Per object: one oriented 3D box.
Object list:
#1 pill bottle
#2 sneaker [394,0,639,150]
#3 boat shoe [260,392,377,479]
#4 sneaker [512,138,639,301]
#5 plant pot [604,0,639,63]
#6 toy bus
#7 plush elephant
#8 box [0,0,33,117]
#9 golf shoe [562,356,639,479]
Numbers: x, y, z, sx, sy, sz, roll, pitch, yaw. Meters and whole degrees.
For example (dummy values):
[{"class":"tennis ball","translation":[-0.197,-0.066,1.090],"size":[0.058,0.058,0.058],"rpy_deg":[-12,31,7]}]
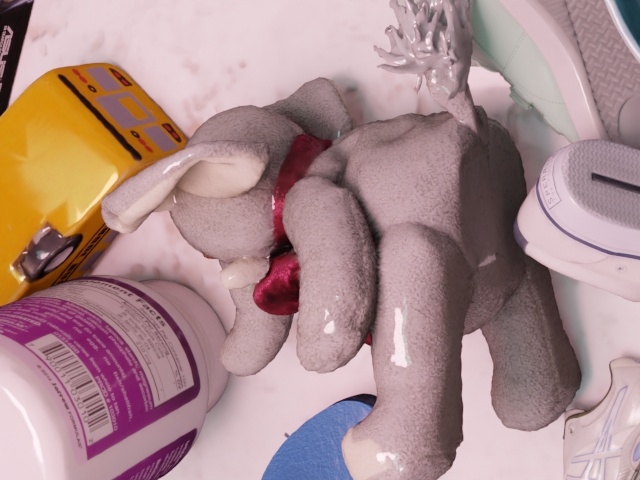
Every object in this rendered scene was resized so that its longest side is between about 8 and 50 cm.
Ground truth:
[{"class":"pill bottle","translation":[-0.184,0.118,1.111],"size":[0.169,0.301,0.169],"rpy_deg":[4,101,21]},{"class":"sneaker","translation":[0.150,-0.128,1.058],"size":[0.256,0.094,0.151],"rpy_deg":[52,156,-16]},{"class":"boat shoe","translation":[-0.005,0.217,1.179],"size":[0.109,0.089,0.258],"rpy_deg":[45,119,23]},{"class":"sneaker","translation":[0.249,0.004,1.003],"size":[0.258,0.094,0.091],"rpy_deg":[21,150,-13]},{"class":"plant pot","translation":[0.315,-0.193,0.867],"size":[0.271,0.255,0.272],"rpy_deg":[5,102,22]},{"class":"toy bus","translation":[-0.259,0.013,1.215],"size":[0.108,0.130,0.333],"rpy_deg":[46,113,7]},{"class":"plush elephant","translation":[0.000,0.000,1.040],"size":[0.255,0.272,0.330],"rpy_deg":[-4,100,32]},{"class":"box","translation":[-0.322,-0.176,1.233],"size":[0.147,0.077,0.180],"rpy_deg":[23,108,17]},{"class":"golf shoe","translation":[0.203,0.164,1.101],"size":[0.086,0.069,0.176],"rpy_deg":[44,112,31]}]
